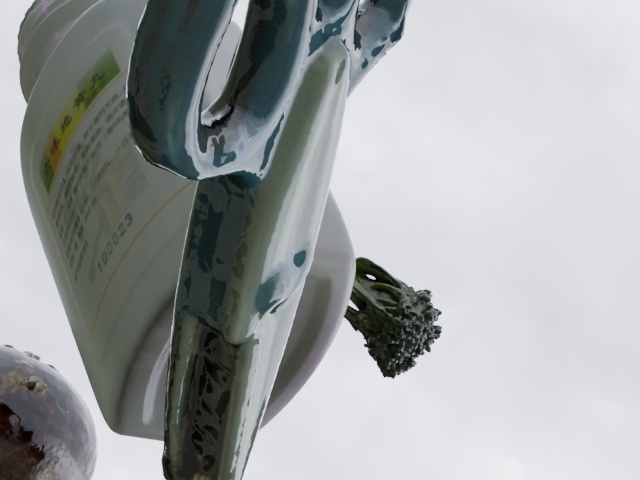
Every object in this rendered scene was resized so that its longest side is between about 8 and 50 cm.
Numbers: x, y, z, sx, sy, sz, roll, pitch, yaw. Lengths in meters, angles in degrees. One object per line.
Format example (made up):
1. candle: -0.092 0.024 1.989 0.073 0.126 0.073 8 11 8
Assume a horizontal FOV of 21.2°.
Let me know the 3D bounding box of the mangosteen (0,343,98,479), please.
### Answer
1. mangosteen: -0.291 0.196 1.448 0.192 0.217 0.192 18 -18 6

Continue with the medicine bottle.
1. medicine bottle: -0.099 -0.039 1.034 0.124 0.324 0.179 12 -58 -34

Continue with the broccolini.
1. broccolini: 0.001 -0.002 1.132 0.216 0.058 0.067 48 -8 28

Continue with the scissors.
1. scissors: -0.023 -0.004 0.566 0.041 0.138 0.289 31 -45 19
